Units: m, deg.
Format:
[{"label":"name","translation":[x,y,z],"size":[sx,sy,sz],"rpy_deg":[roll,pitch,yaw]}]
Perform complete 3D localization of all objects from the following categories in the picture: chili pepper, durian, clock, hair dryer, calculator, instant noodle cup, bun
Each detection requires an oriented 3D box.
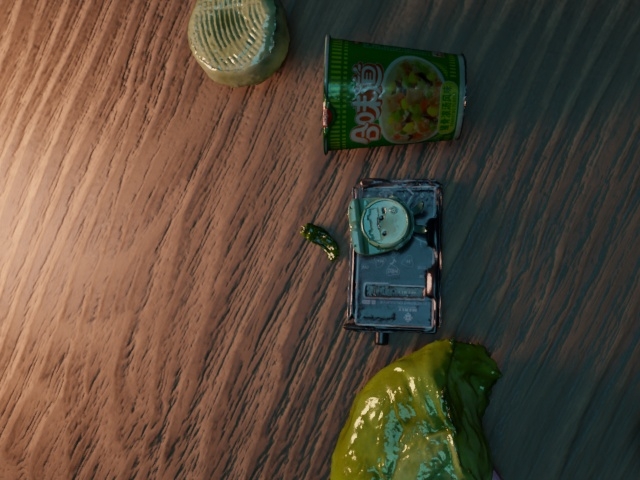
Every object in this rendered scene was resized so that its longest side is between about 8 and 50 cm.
[{"label":"chili pepper","translation":[0.001,0.000,1.309],"size":[0.091,0.034,0.030],"rpy_deg":[43,128,8]},{"label":"durian","translation":[0.150,0.320,1.168],"size":[0.339,0.204,0.256],"rpy_deg":[-28,45,13]},{"label":"clock","translation":[0.117,-0.031,1.245],"size":[0.135,0.041,0.101],"rpy_deg":[-9,81,12]},{"label":"hair dryer","translation":[0.081,0.160,1.288],"size":[0.083,0.026,0.047],"rpy_deg":[4,88,14]},{"label":"calculator","translation":[0.132,0.025,1.270],"size":[0.165,0.028,0.274],"rpy_deg":[1,81,10]},{"label":"instant noodle cup","translation":[0.122,-0.240,1.219],"size":[0.232,0.207,0.207],"rpy_deg":[3,88,2]},{"label":"bun","translation":[-0.141,-0.369,1.302],"size":[0.195,0.118,0.196],"rpy_deg":[-2,83,15]}]

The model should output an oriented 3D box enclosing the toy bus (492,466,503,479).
[{"label":"toy bus","translation":[0.210,0.438,1.235],"size":[0.203,0.063,0.090],"rpy_deg":[-36,81,5]}]
